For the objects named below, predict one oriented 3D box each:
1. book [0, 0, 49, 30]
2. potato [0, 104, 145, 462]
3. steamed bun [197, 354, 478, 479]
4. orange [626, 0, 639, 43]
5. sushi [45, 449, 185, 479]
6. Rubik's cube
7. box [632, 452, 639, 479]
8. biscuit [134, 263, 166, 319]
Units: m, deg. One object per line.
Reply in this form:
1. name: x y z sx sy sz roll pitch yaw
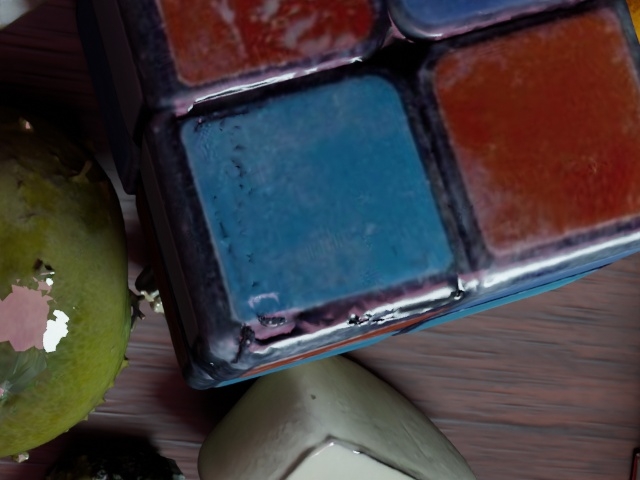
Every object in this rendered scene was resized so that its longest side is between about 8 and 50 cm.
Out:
1. book: -0.227 -0.270 1.293 0.160 0.024 0.228 -32 124 -1
2. potato: -0.311 0.047 1.344 0.359 0.219 0.269 -13 114 -3
3. steamed bun: 0.015 0.193 1.568 0.242 0.164 0.146 32 108 -38
4. orange: 0.232 -0.128 1.453 0.193 0.161 0.193 -8 126 -11
5. sushi: -0.185 0.277 1.579 0.115 0.147 0.212 6 100 -15
6. Rubik's cube: 0.025 -0.092 1.247 0.318 0.316 0.313 -15 85 -9
7. box: 0.482 0.189 1.637 0.312 0.314 0.300 -8 119 -14
8. biscuit: 0.000 0.000 1.499 0.281 0.084 0.179 -31 129 4
